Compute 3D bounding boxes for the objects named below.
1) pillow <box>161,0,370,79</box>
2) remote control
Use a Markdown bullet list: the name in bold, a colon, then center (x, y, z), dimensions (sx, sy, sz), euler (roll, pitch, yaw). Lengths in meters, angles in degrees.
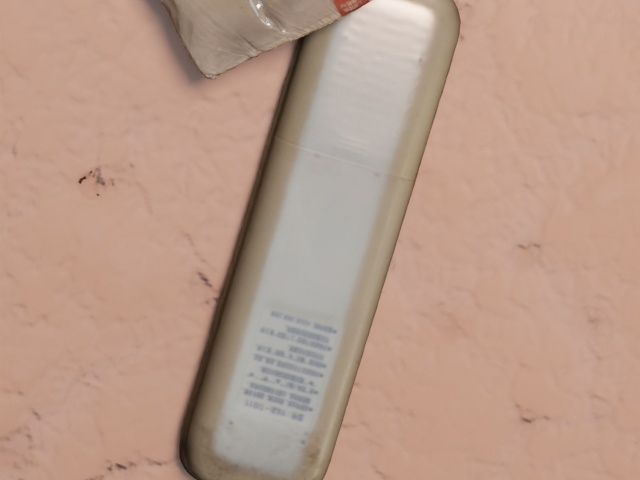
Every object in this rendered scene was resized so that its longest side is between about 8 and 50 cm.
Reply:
- **pillow**: center (-0.061, -0.207, 0.914), dimensions (0.128, 0.051, 0.229), euler (-30, 93, 10)
- **remote control**: center (-0.001, 0.000, 0.967), dimensions (0.090, 0.038, 0.310), euler (15, 97, -6)
